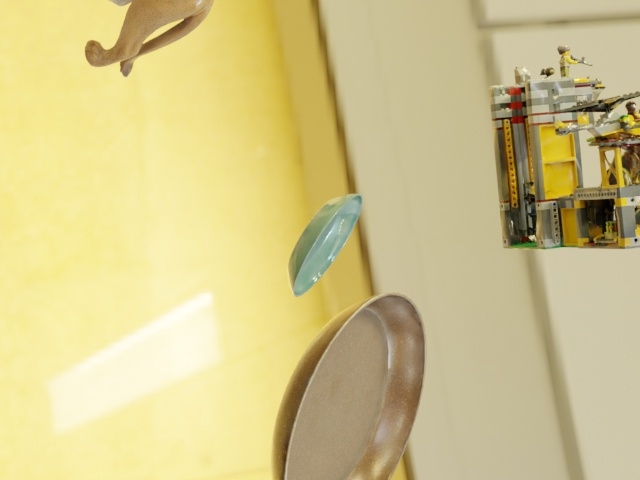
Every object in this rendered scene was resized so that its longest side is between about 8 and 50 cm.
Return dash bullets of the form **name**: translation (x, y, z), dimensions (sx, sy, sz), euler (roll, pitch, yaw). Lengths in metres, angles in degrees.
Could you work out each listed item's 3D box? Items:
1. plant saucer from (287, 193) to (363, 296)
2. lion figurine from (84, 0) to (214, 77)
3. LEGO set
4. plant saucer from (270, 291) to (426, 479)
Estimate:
- **plant saucer**: translation (0.000, 0.000, 1.804), dimensions (0.021, 0.119, 0.119), euler (33, -44, 12)
- **lion figurine**: translation (-0.206, -0.381, 2.199), dimensions (0.142, 0.240, 0.392), euler (-78, 153, -52)
- **LEGO set**: translation (0.302, -0.096, 1.743), dimensions (0.331, 0.255, 0.192), euler (-173, -103, -79)
- **plant saucer**: translation (0.028, 0.201, 2.138), dimensions (0.050, 0.311, 0.310), euler (19, -62, 28)
